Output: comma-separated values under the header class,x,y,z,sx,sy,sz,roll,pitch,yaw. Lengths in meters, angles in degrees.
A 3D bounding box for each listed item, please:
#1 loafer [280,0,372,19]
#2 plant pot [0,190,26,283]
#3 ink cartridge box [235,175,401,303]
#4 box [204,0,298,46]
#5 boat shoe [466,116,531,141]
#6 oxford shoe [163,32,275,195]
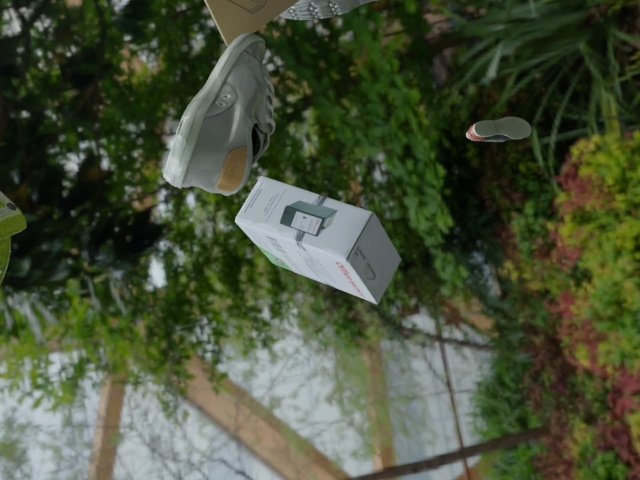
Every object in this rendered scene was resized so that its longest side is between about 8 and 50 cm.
class,x,y,z,sx,sy,sz,roll,pitch,yaw
loafer,0.058,-0.513,1.769,0.112,0.319,0.112,33,-137,-81
plant pot,-0.639,-0.014,1.484,0.227,0.207,0.228,43,-154,5
ink cartridge box,0.000,0.000,1.893,0.122,0.289,0.211,-60,-32,-16
box,-0.132,-0.458,1.606,0.021,0.164,0.201,51,172,35
boat shoe,0.369,-0.226,1.876,0.043,0.137,0.049,138,125,-68
oxford shoe,-0.133,-0.200,1.451,0.449,0.130,0.169,-78,8,-58
